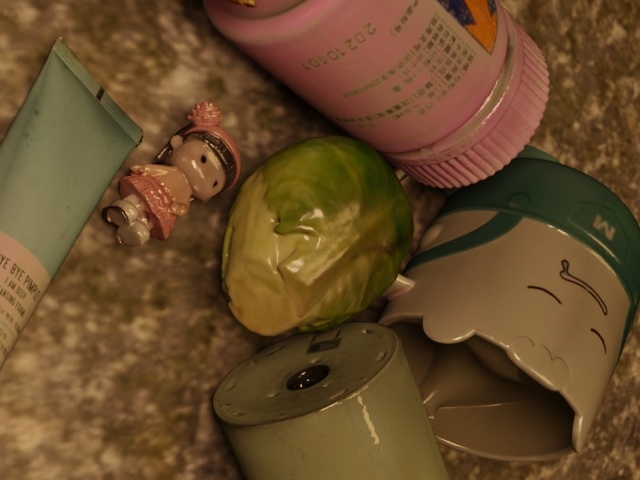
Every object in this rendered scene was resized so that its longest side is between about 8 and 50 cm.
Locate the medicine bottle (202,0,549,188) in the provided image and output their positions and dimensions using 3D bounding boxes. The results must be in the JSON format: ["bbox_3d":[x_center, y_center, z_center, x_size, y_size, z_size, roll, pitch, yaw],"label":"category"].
[{"bbox_3d":[0.053,-0.176,1.187,0.290,0.178,0.178,33,71,-47],"label":"medicine bottle"}]

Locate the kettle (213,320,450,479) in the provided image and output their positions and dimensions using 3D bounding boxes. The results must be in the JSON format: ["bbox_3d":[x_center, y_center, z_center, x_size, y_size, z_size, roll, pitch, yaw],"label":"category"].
[{"bbox_3d":[0.039,0.203,1.233,0.255,0.165,0.240,67,23,-18],"label":"kettle"}]

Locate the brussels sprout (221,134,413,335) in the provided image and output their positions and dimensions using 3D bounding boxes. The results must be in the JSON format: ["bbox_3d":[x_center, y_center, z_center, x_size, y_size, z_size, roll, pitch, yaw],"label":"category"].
[{"bbox_3d":[-0.004,-0.004,1.185,0.180,0.144,0.161,-34,157,-55],"label":"brussels sprout"}]

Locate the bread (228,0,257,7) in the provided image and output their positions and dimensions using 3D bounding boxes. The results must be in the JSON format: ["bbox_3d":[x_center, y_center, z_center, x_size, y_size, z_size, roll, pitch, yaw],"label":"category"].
[{"bbox_3d":[-0.068,-0.343,0.997,0.194,0.179,0.340,89,24,-68],"label":"bread"}]

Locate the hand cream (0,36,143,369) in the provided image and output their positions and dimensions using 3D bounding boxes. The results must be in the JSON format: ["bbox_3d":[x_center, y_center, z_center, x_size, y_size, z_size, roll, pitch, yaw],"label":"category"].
[{"bbox_3d":[-0.224,0.008,0.996,0.111,0.070,0.312,52,50,-39],"label":"hand cream"}]

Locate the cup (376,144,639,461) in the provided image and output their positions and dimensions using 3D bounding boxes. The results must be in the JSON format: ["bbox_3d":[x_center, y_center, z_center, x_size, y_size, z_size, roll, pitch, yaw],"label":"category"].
[{"bbox_3d":[0.159,0.042,1.345,0.289,0.219,0.257,38,57,-11],"label":"cup"}]

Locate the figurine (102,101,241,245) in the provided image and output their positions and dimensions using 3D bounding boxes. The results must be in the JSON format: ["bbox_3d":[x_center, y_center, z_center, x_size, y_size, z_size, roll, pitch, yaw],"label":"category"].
[{"bbox_3d":[-0.117,-0.050,1.112,0.129,0.054,0.072,-40,111,-30],"label":"figurine"}]
